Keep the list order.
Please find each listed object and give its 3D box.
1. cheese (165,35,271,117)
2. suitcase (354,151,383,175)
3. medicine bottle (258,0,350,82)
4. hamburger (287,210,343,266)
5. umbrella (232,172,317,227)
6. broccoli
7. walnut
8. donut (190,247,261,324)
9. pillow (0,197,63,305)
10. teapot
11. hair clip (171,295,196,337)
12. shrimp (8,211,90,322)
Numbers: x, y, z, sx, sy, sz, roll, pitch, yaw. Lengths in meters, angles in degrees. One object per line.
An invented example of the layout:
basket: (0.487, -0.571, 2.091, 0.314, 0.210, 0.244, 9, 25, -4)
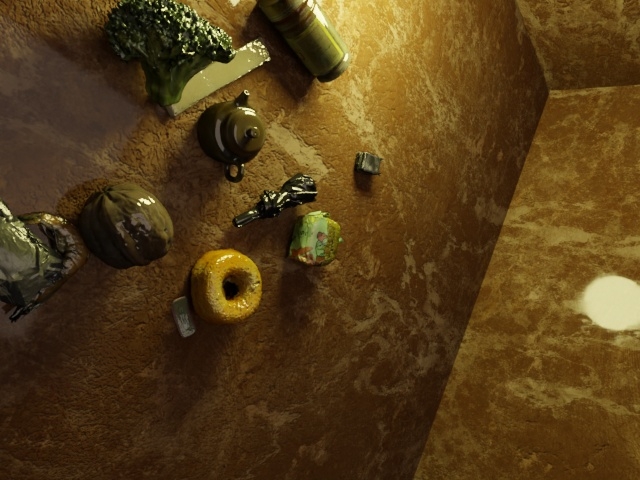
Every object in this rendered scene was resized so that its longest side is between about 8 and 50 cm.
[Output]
cheese: (-0.302, -0.493, 1.298, 0.400, 0.034, 0.085, -44, 123, -30)
suitcase: (0.199, -0.318, 1.821, 0.126, 0.059, 0.086, 7, 93, -46)
medicine bottle: (-0.040, -0.679, 1.429, 0.322, 0.151, 0.151, 41, 71, -43)
hamburger: (0.002, 0.000, 1.648, 0.235, 0.125, 0.214, 20, 95, -32)
umbrella: (-0.151, -0.129, 1.498, 0.340, 0.118, 0.118, -32, 121, -29)
broccoli: (-0.381, -0.479, 1.117, 0.288, 0.245, 0.248, 25, 38, -14)
walnut: (-0.486, -0.033, 1.109, 0.224, 0.224, 0.224, -13, 108, -43)
donut: (-0.299, 0.149, 1.404, 0.253, 0.118, 0.253, 6, 81, -42)
pillow: (-0.710, -0.012, 0.933, 0.161, 0.092, 0.335, -46, 114, -28)
teapot: (-0.245, -0.305, 1.299, 0.185, 0.175, 0.268, -4, 103, -42)
hair clip: (-0.423, 0.235, 1.355, 0.054, 0.022, 0.137, -28, 118, -37)
shrimp: (-0.688, 0.050, 1.034, 0.198, 0.051, 0.262, 48, 64, -32)
